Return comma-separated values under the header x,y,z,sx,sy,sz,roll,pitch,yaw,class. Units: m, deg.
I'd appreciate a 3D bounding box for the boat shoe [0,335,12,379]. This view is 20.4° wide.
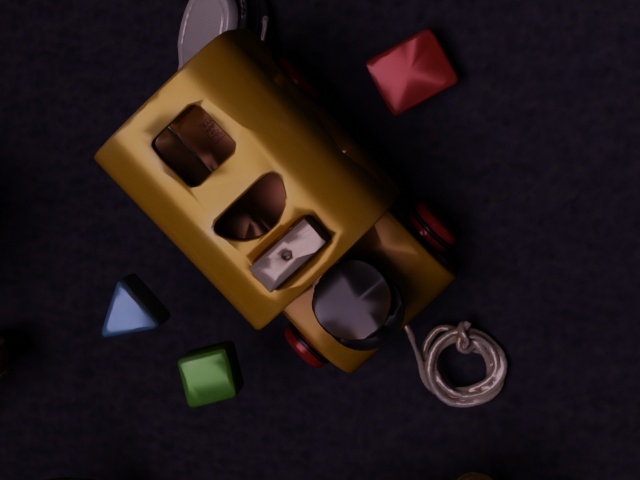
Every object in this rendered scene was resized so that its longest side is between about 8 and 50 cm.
x,y,z,sx,sy,sz,roll,pitch,yaw,class
-0.236,0.104,1.043,0.178,0.064,0.060,-28,93,36,boat shoe

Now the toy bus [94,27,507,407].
x,y,z,sx,sy,sz,roll,pitch,yaw,class
-0.012,-0.005,0.846,0.202,0.104,0.191,1,98,7,toy bus

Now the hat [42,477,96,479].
x,y,z,sx,sy,sz,roll,pitch,yaw,class
-0.172,0.237,1.004,0.173,0.208,0.183,36,136,-22,hat

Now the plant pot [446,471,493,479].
x,y,z,sx,sy,sz,roll,pitch,yaw,class
0.036,0.206,0.875,0.165,0.167,0.167,-31,87,22,plant pot

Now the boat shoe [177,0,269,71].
x,y,z,sx,sy,sz,roll,pitch,yaw,class
-0.059,-0.072,0.920,0.046,0.038,0.125,32,115,39,boat shoe
